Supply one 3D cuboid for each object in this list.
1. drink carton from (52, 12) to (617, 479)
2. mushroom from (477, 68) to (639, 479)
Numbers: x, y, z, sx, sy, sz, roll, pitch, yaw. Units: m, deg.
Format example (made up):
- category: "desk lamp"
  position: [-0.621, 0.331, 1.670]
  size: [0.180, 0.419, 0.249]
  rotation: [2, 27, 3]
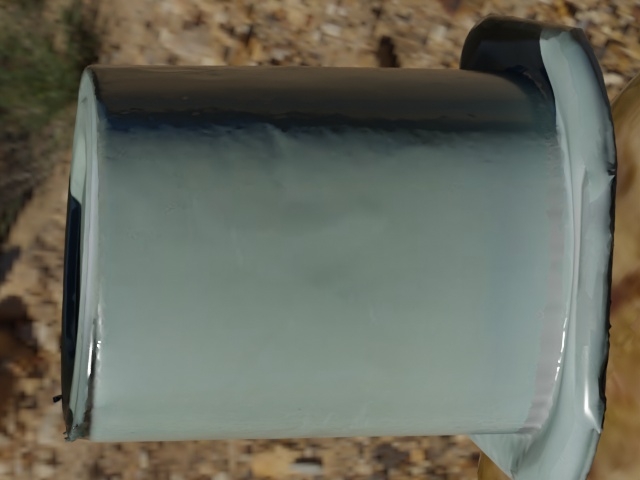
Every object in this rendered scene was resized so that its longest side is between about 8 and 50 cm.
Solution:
- category: "drink carton"
  position: [0.000, 0.000, 0.727]
  size: [0.189, 0.191, 0.185]
  rotation: [4, 100, -12]
- category: "mushroom"
  position: [0.175, 0.121, 1.024]
  size: [0.314, 0.224, 0.397]
  rotation: [50, 117, 18]
